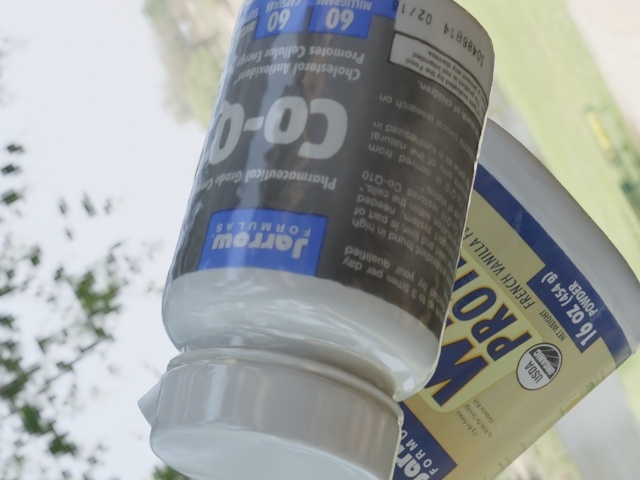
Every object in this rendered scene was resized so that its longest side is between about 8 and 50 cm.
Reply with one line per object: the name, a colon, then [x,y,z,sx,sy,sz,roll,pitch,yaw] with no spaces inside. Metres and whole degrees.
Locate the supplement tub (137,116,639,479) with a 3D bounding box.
supplement tub: [0.050,0.082,1.269,0.228,0.316,0.228,48,176,4]

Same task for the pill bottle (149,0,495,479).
pill bottle: [0.000,0.000,0.496,0.078,0.078,0.137,60,-141,-59]
